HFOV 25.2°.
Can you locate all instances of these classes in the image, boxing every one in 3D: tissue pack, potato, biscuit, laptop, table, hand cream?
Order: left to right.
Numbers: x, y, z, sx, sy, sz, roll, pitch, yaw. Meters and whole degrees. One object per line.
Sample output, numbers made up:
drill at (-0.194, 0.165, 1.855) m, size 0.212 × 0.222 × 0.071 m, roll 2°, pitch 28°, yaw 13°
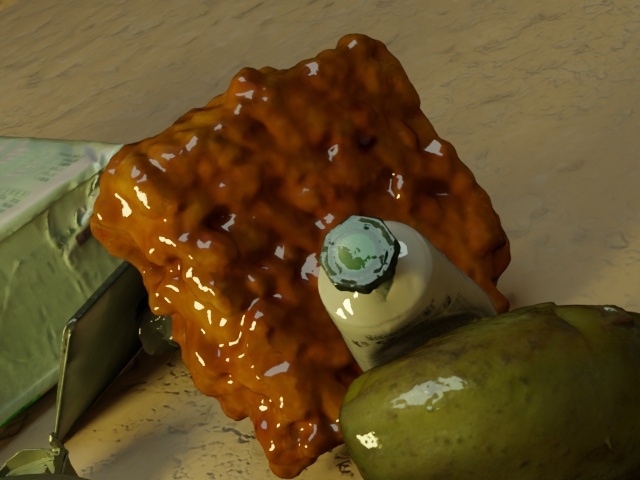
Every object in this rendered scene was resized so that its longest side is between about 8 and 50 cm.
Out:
tissue pack at (-0.401, 0.035, 1.576) m, size 0.405 × 0.205 × 0.332 m, roll 9°, pitch 41°, yaw 46°
table at (-0.247, 0.224, 1.240) m, size 0.079 × 0.083 × 0.062 m, roll -21°, pitch 27°, yaw 7°
laptop at (-0.181, 0.061, 1.408) m, size 0.015 × 0.188 × 0.269 m, roll 27°, pitch 46°, yaw 11°
biscuit at (0.000, 0.000, 1.220) m, size 0.318 × 0.312 × 0.110 m, roll -32°, pitch -1°, yaw -27°
hand cream at (0.074, 0.067, 1.042) m, size 0.121 × 0.336 × 0.076 m, roll -26°, pitch 63°, yaw 8°
potato at (0.140, 0.114, 0.975) m, size 0.298 × 0.176 × 0.141 m, roll 3°, pitch 54°, yaw -32°

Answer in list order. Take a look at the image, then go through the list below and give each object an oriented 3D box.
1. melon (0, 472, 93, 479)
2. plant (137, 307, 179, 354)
melon at (-0.177, 0.299, 0.844) m, size 0.268 × 0.268 × 0.330 m, roll -15°, pitch 33°, yaw 17°
plant at (-0.071, 0.053, 1.357) m, size 0.203 × 0.131 × 0.142 m, roll 1°, pitch 34°, yaw 30°
